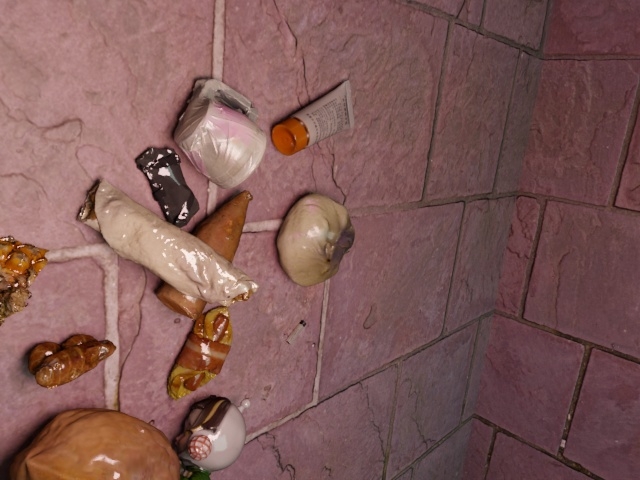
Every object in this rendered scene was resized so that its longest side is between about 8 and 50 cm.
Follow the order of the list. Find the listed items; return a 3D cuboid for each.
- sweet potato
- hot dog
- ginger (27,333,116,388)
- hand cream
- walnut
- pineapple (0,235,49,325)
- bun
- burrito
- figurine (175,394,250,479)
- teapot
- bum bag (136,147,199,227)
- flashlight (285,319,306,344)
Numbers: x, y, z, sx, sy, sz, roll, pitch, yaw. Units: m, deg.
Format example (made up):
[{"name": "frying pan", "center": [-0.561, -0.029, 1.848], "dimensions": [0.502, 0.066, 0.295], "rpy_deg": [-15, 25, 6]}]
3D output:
[{"name": "sweet potato", "center": [-0.257, 0.020, 1.144], "dimensions": [0.131, 0.131, 0.337], "rpy_deg": [37, 76, -48]}, {"name": "hot dog", "center": [-0.290, 0.288, 1.232], "dimensions": [0.123, 0.093, 0.262], "rpy_deg": [29, 82, -49]}, {"name": "ginger", "center": [-0.504, 0.237, 0.981], "dimensions": [0.162, 0.103, 0.074], "rpy_deg": [-17, 121, -54]}, {"name": "hand cream", "center": [0.001, -0.332, 1.329], "dimensions": [0.314, 0.089, 0.140], "rpy_deg": [-34, 128, -40]}, {"name": "walnut", "center": [-0.458, 0.497, 0.987], "dimensions": [0.306, 0.306, 0.344], "rpy_deg": [-50, 137, -22]}, {"name": "pineapple", "center": [-0.574, 0.083, 0.802], "dimensions": [0.250, 0.164, 0.140], "rpy_deg": [-48, 127, -20]}, {"name": "bun", "center": [-0.003, 0.001, 1.388], "dimensions": [0.272, 0.168, 0.273], "rpy_deg": [-30, 132, -39]}, {"name": "burrito", "center": [-0.311, 0.027, 1.015], "dimensions": [0.392, 0.076, 0.117], "rpy_deg": [36, 91, -18]}, {"name": "figurine", "center": [-0.294, 0.554, 1.209], "dimensions": [0.281, 0.167, 0.370], "rpy_deg": [123, -11, -57]}, {"name": "teapot", "center": [-0.212, -0.245, 1.071], "dimensions": [0.178, 0.163, 0.222], "rpy_deg": [37, 77, -40]}, {"name": "bum bag", "center": [-0.326, -0.114, 1.077], "dimensions": [0.087, 0.049, 0.198], "rpy_deg": [-37, 129, -27]}, {"name": "flashlight", "center": [-0.075, 0.286, 1.523], "dimensions": [0.083, 0.018, 0.018], "rpy_deg": [-51, 134, -22]}]
